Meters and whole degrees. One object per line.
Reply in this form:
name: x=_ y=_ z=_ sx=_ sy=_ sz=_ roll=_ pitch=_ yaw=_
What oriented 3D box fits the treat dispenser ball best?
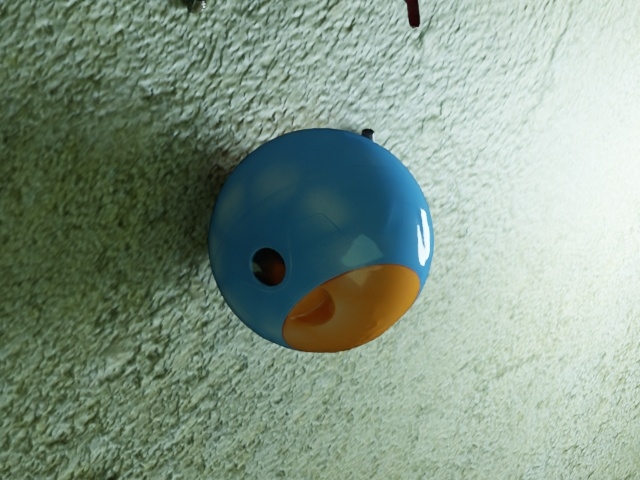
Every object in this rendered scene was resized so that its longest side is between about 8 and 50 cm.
treat dispenser ball: x=0.000 y=0.000 z=1.477 sx=0.288 sy=0.288 sz=0.288 roll=-21 pitch=123 yaw=-35

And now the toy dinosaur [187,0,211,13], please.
toy dinosaur: x=-0.088 y=-0.393 z=1.364 sx=0.118 sy=0.064 sz=0.268 roll=2 pitch=106 yaw=-37

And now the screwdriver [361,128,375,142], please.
screwdriver: x=0.067 y=-0.087 z=1.693 sx=0.025 sy=0.024 sz=0.170 roll=-56 pitch=153 yaw=-50

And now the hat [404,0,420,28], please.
hat: x=0.145 y=-0.374 z=1.497 sx=0.173 sy=0.183 sz=0.208 roll=9 pitch=104 yaw=-46
